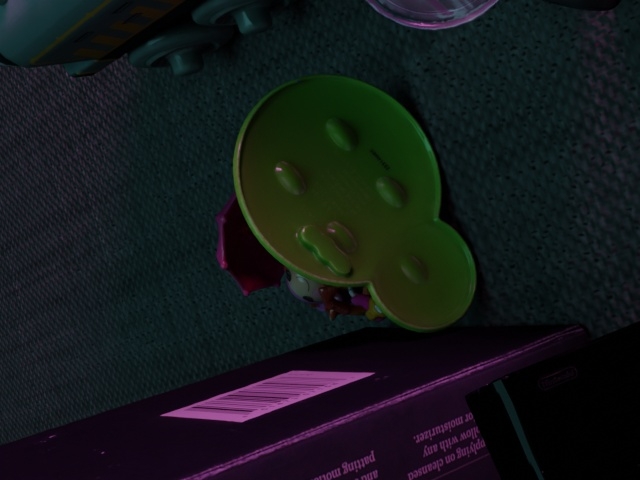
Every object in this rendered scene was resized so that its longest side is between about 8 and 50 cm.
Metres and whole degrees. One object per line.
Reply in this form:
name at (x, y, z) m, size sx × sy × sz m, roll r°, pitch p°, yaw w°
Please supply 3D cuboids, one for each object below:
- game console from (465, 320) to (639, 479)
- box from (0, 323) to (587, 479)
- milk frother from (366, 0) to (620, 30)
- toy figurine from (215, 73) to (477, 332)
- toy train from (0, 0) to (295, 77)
game console at (0.075, 0.175, 0.547) m, size 0.213 × 0.361 × 0.044 m, roll 66°, pitch 150°, yaw 11°
box at (-0.008, 0.232, 0.677) m, size 0.179 × 0.343 × 0.312 m, roll -5°, pitch 96°, yaw 48°
milk frother at (0.090, -0.179, 0.603) m, size 0.129 × 0.135 × 0.143 m, roll 5°, pitch 110°, yaw 19°
toy figurine at (0.000, 0.000, 0.822) m, size 0.173 × 0.130 × 0.159 m, roll 48°, pitch 154°, yaw -2°
toy train at (-0.102, -0.189, 0.799) m, size 0.334 × 0.190 × 0.142 m, roll -17°, pitch 87°, yaw 52°
